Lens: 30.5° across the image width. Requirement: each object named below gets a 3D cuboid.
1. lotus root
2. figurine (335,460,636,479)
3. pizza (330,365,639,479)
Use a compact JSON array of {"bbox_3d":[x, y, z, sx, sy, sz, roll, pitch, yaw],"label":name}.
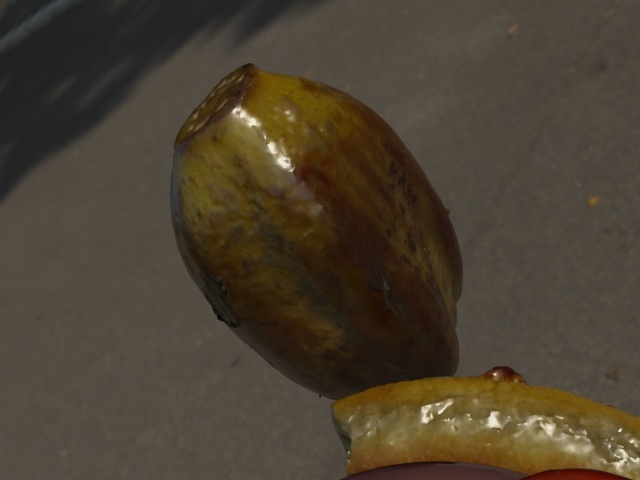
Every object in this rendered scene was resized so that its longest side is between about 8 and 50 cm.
[{"bbox_3d":[-0.007,-0.001,0.886,0.193,0.291,0.193,-22,40,19],"label":"lotus root"},{"bbox_3d":[0.036,0.155,0.367,0.173,0.173,0.173,-38,25,22],"label":"figurine"},{"bbox_3d":[0.147,0.202,0.726,0.086,0.335,0.226,-53,-16,-68],"label":"pizza"}]
